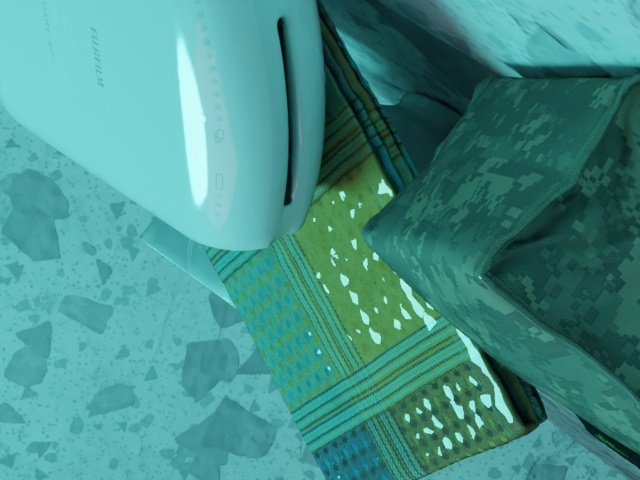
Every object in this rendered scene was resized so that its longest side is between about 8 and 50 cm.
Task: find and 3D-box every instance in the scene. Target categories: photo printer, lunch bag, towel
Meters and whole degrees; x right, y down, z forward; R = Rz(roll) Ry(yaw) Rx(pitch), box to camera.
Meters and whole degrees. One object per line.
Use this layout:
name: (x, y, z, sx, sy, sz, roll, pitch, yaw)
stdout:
photo printer: (-0.116, -0.146, 1.203, 0.307, 0.107, 0.256, 33, 139, 38)
lunch bag: (0.200, 0.041, 1.058, 0.287, 0.169, 0.235, 41, 175, -14)
towel: (0.000, 0.000, 1.279, 0.370, 0.040, 0.271, 62, 147, 5)

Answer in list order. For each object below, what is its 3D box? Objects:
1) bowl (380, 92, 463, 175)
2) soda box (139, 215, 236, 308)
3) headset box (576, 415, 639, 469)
bowl: (0.088, -0.026, 1.435, 0.298, 0.134, 0.298, 35, 177, 2)
soda box: (-0.002, 0.048, 1.435, 0.286, 0.091, 0.098, 35, 177, 20)
headset box: (0.337, 0.153, 1.480, 0.246, 0.131, 0.283, 35, 176, 21)
